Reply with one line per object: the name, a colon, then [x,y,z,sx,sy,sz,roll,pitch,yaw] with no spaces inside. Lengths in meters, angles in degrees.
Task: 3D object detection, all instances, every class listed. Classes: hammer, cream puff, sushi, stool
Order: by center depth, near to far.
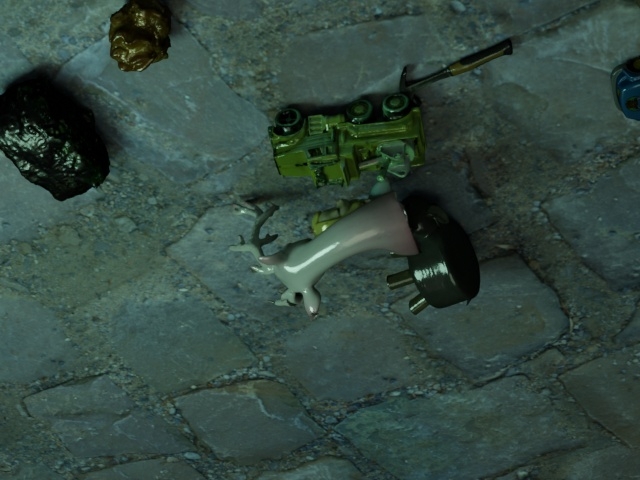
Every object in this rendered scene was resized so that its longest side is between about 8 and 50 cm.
cream puff: [-0.277,-0.323,1.799,0.094,0.122,0.116,2,176,11]
hammer: [0.218,-0.281,1.872,0.201,0.021,0.078,-22,131,23]
sushi: [-0.453,-0.170,1.945,0.127,0.124,0.225,-20,131,22]
stool: [0.200,0.028,2.121,0.139,0.153,0.228,-21,89,27]

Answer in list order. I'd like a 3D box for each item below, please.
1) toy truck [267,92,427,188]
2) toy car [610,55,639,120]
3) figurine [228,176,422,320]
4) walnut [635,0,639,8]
toy truck: [0.042,-0.151,1.930,0.259,0.135,0.128,-2,141,12]
toy car: [0.569,-0.241,1.841,0.191,0.100,0.097,-11,134,14]
figurine: [0.005,0.013,2.015,0.316,0.284,0.206,-21,110,2]
walnut: [0.541,-0.390,1.626,0.224,0.224,0.224,1,136,1]
